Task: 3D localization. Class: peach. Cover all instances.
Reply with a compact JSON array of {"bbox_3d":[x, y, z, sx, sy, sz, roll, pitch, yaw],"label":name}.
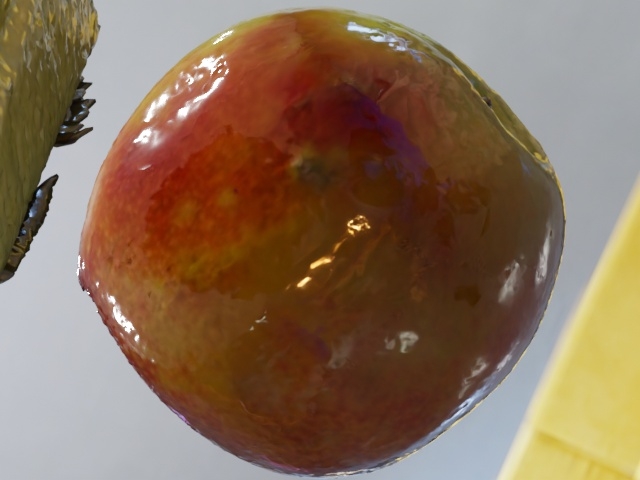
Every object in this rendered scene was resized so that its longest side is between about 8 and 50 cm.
[{"bbox_3d":[0.000,0.000,0.918,0.231,0.231,0.231,-156,90,-87],"label":"peach"}]

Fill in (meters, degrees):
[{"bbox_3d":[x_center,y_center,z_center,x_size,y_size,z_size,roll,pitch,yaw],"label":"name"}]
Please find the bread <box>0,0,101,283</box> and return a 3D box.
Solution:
[{"bbox_3d":[-0.247,0.040,0.606,0.242,0.345,0.405,84,178,-57],"label":"bread"}]
